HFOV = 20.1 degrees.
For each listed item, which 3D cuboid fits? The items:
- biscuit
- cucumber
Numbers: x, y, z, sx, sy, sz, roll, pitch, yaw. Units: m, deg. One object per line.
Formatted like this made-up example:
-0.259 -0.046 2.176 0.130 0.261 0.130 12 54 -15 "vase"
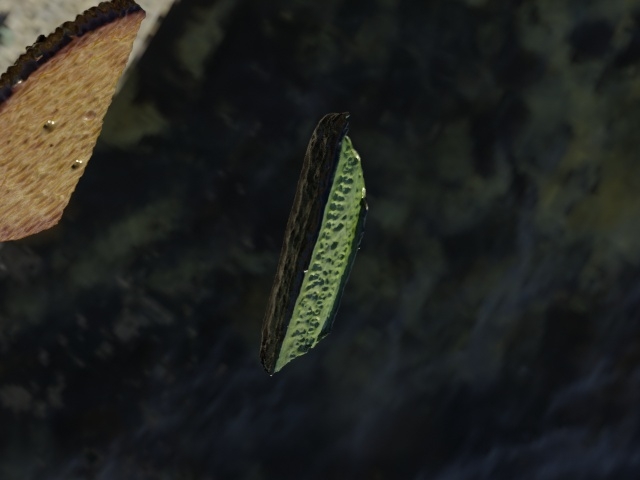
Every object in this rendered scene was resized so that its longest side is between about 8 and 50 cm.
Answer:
-0.183 -0.067 1.124 0.126 0.025 0.206 -25 154 -43 "biscuit"
0.000 0.000 1.454 0.070 0.046 0.220 4 107 -48 "cucumber"
